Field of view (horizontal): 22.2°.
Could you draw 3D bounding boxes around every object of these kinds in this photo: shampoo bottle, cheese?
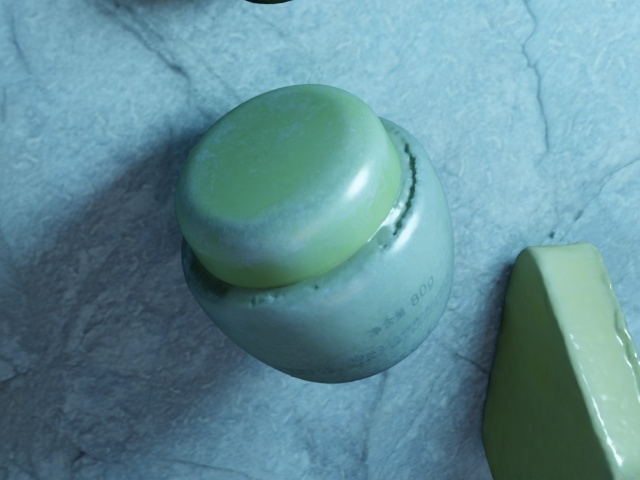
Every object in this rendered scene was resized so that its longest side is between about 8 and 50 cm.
[{"bbox_3d":[0.000,0.000,1.941,0.322,0.322,0.317,-31,130,2],"label":"shampoo bottle"},{"bbox_3d":[0.343,0.234,2.172,0.104,0.384,0.384,-5,121,-20],"label":"cheese"}]

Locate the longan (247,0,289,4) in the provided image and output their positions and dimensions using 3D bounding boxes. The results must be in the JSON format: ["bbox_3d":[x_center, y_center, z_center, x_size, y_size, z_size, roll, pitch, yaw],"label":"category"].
[{"bbox_3d":[-0.045,-0.362,1.811,0.204,0.159,0.185,-32,117,4],"label":"longan"}]
